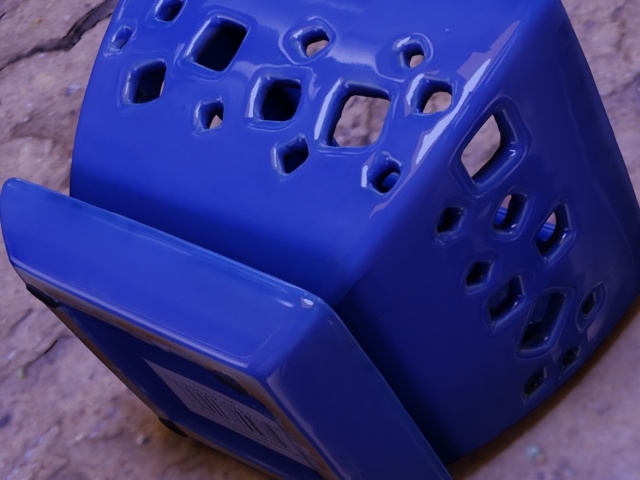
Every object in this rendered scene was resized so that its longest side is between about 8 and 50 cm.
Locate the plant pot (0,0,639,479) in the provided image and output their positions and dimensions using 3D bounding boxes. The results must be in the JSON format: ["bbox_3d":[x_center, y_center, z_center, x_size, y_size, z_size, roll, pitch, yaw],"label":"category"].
[{"bbox_3d":[0.000,0.000,0.690,0.236,0.236,0.212,20,66,36],"label":"plant pot"}]
